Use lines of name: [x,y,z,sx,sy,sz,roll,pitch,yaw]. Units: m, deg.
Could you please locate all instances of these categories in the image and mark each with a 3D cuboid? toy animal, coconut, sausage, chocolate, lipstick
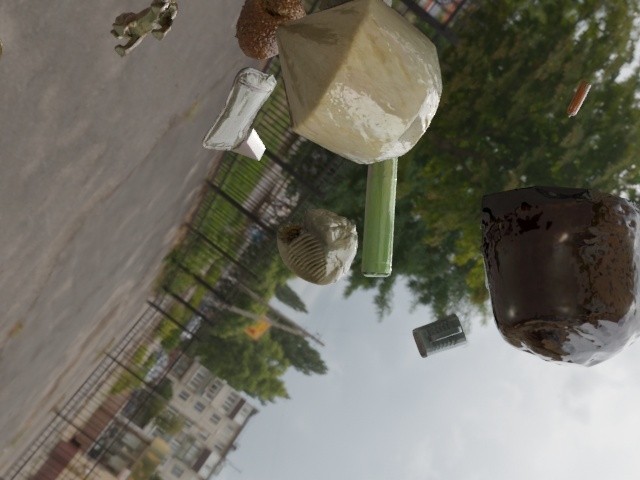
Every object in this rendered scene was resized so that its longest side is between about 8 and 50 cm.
toy animal: [-0.481,-0.609,1.654,0.312,0.097,0.158,-14,-134,31]
coconut: [0.058,-0.298,1.109,0.329,0.328,0.329,-52,-176,5]
sausage: [0.751,-0.410,1.760,0.031,0.031,0.107,-76,-170,-81]
chocolate: [0.512,0.097,1.296,0.383,0.383,0.332,141,-40,-75]
lipstick: [0.142,-0.064,1.447,0.076,0.076,0.305,167,-73,-84]

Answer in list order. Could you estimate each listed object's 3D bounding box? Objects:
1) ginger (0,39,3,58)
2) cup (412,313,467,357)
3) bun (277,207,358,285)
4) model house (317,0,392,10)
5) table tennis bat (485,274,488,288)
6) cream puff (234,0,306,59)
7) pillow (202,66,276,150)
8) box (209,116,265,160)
ginger: [-0.862,-0.409,1.441,0.276,0.130,0.222,115,-3,-69]
cup: [0.340,0.268,1.693,0.129,0.095,0.128,-18,168,-9]
bun: [0.010,0.012,2.062,0.204,0.282,0.281,-34,171,-39]
model house: [0.150,-0.662,1.630,0.248,0.176,0.180,-49,150,23]
table tennis bat: [0.466,0.015,1.643,0.274,0.021,0.154,-72,167,-52]
cream puff: [-0.205,-0.869,2.378,0.302,0.212,0.303,-18,-137,17]
pillow: [-0.197,-0.313,1.464,0.130,0.038,0.233,-2,134,-53]
box: [-0.248,-0.308,1.820,0.051,0.130,0.129,-66,163,-11]
